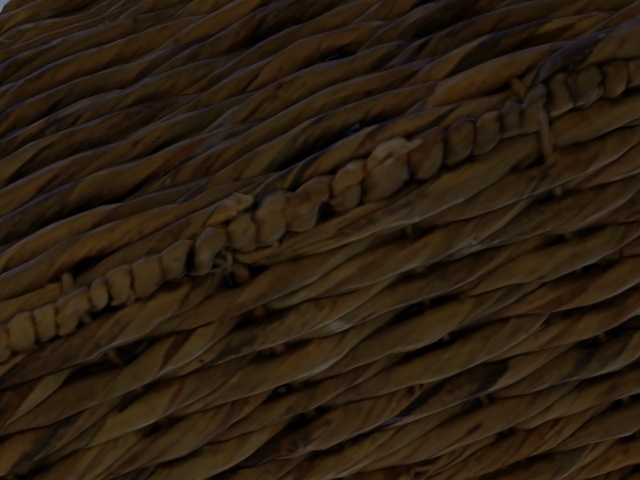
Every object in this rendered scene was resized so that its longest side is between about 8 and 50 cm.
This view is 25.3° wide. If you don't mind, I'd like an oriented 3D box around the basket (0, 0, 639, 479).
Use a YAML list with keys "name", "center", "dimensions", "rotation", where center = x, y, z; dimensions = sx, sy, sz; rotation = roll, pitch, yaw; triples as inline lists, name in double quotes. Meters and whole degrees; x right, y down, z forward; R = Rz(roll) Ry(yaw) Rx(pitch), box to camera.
- name: "basket"
  center: [-0.013, 0.022, 0.501]
  dimensions: [0.299, 0.213, 0.223]
  rotation: [-25, -54, 1]
